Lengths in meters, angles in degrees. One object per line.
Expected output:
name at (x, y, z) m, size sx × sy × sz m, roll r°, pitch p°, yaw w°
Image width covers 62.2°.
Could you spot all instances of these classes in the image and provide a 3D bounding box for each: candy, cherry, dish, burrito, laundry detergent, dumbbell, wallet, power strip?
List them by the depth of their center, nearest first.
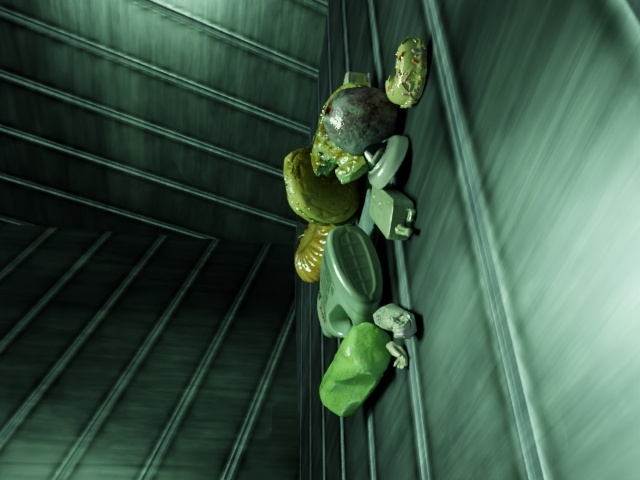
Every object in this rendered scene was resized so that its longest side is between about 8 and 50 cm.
burrito at (0.157, 0.169, 1.131) m, size 0.203 × 0.064 × 0.064 m, roll -173°, pitch 88°, yaw -83°
power strip at (0.166, -0.067, 1.230) m, size 0.288 × 0.053 × 0.093 m, roll -108°, pitch 24°, yaw -73°
dish at (0.136, -0.199, 1.250) m, size 0.141 × 0.078 × 0.141 m, roll -58°, pitch 13°, yaw 22°
cherry at (0.102, -0.303, 1.342) m, size 0.195 × 0.195 × 0.195 m, roll -176°, pitch 90°, yaw -82°
candy at (0.089, 0.333, 1.353) m, size 0.142 × 0.132 × 0.343 m, roll -40°, pitch -19°, yaw -32°
laundry detergent at (0.065, 0.170, 1.471) m, size 0.397 × 0.125 × 0.264 m, roll 103°, pitch 154°, yaw -52°
wallet at (0.134, -0.014, 1.516) m, size 0.167 × 0.036 × 0.222 m, roll -94°, pitch 13°, yaw -53°
dumbbell at (-0.034, -0.065, 2.343) m, size 0.152 × 0.153 × 0.218 m, roll 104°, pitch 168°, yaw -53°

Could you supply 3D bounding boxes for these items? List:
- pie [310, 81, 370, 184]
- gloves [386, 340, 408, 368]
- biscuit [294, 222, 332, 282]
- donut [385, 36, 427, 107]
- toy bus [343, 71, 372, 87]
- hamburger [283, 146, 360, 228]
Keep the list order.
pie at (0.077, -0.312, 1.540) m, size 0.303 × 0.067 × 0.302 m, roll -12°, pitch 73°, yaw 48°
gloves at (0.162, 0.238, 1.129) m, size 0.044 × 0.037 × 0.081 m, roll 49°, pitch -167°, yaw -47°
biscuit at (0.000, 0.000, 1.912) m, size 0.325 × 0.107 × 0.325 m, roll -54°, pitch 20°, yaw 30°
donut at (0.187, -0.356, 1.176) m, size 0.166 × 0.065 × 0.108 m, roll 112°, pitch 160°, yaw -67°
toy bus at (0.102, -0.410, 1.703) m, size 0.268 × 0.106 × 0.092 m, roll 105°, pitch 168°, yaw -55°
hamburger at (0.010, -0.174, 1.697) m, size 0.265 × 0.285 × 0.134 m, roll -94°, pitch 28°, yaw -42°
